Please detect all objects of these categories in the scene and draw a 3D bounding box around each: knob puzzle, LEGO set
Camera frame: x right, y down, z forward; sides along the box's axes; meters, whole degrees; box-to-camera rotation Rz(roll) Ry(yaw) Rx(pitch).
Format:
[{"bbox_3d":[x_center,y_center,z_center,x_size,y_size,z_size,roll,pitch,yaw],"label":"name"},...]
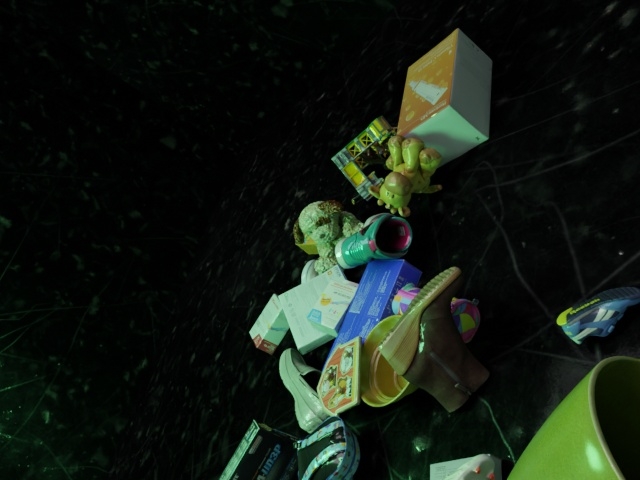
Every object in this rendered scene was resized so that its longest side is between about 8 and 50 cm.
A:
[{"bbox_3d":[0.037,0.347,1.333,0.213,0.029,0.213,-48,30,40],"label":"knob puzzle"},{"bbox_3d":[0.188,-0.237,1.717,0.254,0.192,0.331,-38,-7,0],"label":"LEGO set"}]

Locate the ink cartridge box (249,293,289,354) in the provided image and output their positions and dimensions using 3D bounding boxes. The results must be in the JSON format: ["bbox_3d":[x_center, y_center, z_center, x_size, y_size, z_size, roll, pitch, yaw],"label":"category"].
[{"bbox_3d":[-0.170,0.299,1.911,0.175,0.072,0.127,-57,24,4],"label":"ink cartridge box"}]

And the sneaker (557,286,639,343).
[{"bbox_3d":[0.487,0.128,0.915,0.144,0.059,0.053,-31,2,19],"label":"sneaker"}]

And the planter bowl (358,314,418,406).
[{"bbox_3d":[0.184,0.290,1.238,0.217,0.090,0.217,-43,32,36],"label":"planter bowl"}]

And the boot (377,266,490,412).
[{"bbox_3d":[0.264,0.201,1.083,0.248,0.206,0.090,-52,-1,9],"label":"boot"}]

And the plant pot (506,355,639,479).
[{"bbox_3d":[0.362,0.346,0.688,0.275,0.274,0.294,-88,23,-47],"label":"plant pot"}]

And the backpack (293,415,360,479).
[{"bbox_3d":[0.028,0.510,1.251,0.173,0.116,0.158,-48,26,23],"label":"backpack"}]

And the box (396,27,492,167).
[{"bbox_3d":[0.375,-0.422,1.598,0.215,0.168,0.346,-29,38,47],"label":"box"}]

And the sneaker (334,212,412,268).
[{"bbox_3d":[0.186,-0.021,1.479,0.178,0.124,0.295,-16,12,41],"label":"sneaker"}]

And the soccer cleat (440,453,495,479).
[{"bbox_3d":[0.228,0.440,0.933,0.196,0.068,0.076,-56,22,11],"label":"soccer cleat"}]

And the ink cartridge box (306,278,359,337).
[{"bbox_3d":[0.055,0.182,1.542,0.104,0.062,0.181,15,60,36],"label":"ink cartridge box"}]

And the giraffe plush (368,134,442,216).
[{"bbox_3d":[0.230,-0.168,1.506,0.181,0.210,0.170,23,56,40],"label":"giraffe plush"}]

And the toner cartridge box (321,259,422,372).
[{"bbox_3d":[0.137,0.221,1.426,0.165,0.075,0.348,-4,58,62],"label":"toner cartridge box"}]

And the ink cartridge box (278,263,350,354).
[{"bbox_3d":[0.003,0.206,1.624,0.223,0.045,0.223,-28,45,2],"label":"ink cartridge box"}]

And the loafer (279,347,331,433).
[{"bbox_3d":[-0.033,0.406,1.506,0.111,0.112,0.319,-49,34,9],"label":"loafer"}]

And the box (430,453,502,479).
[{"bbox_3d":[0.258,0.489,0.943,0.145,0.038,0.186,-34,35,43],"label":"box"}]

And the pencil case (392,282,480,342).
[{"bbox_3d":[0.263,0.162,1.231,0.105,0.104,0.236,-63,24,-9],"label":"pencil case"}]

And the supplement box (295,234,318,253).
[{"bbox_3d":[0.000,0.000,1.930,0.233,0.080,0.078,-6,54,62],"label":"supplement box"}]

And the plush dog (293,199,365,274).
[{"bbox_3d":[0.037,-0.042,1.720,0.262,0.225,0.211,-38,31,32],"label":"plush dog"}]

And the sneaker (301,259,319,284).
[{"bbox_3d":[-0.008,0.168,1.766,0.091,0.094,0.258,-19,45,25],"label":"sneaker"}]

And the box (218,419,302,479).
[{"bbox_3d":[-0.155,0.609,1.412,0.220,0.175,0.051,-59,25,-2],"label":"box"}]
